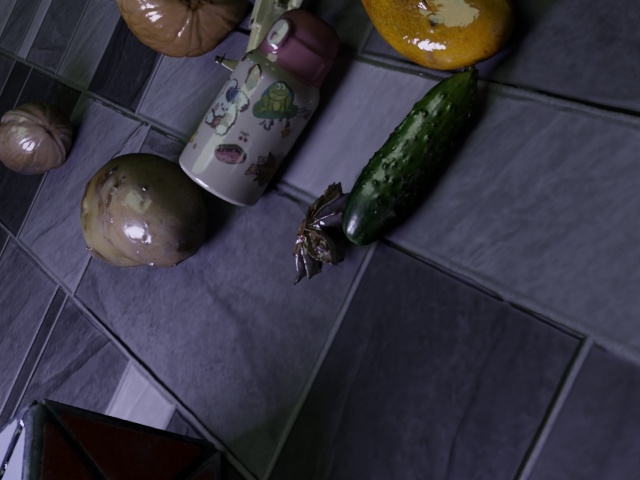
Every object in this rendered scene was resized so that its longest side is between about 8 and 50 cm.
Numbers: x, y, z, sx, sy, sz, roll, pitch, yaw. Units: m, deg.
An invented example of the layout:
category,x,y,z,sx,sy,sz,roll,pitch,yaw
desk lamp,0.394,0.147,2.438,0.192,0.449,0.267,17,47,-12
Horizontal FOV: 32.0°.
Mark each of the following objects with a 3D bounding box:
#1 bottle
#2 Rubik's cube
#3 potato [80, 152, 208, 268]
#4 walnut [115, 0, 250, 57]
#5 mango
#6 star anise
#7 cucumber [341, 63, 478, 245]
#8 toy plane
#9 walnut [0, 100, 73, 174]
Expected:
category,x,y,z,sx,sy,sz,roll,pitch,yaw
bottle,-0.070,-0.175,1.419,0.253,0.120,0.120,-58,34,12
Rubik's cube,-0.278,0.359,1.263,0.260,0.259,0.255,-38,41,34
potato,-0.246,-0.043,1.559,0.262,0.165,0.165,-5,67,59
walnut,-0.213,-0.387,1.677,0.228,0.228,0.228,-32,46,41
mango,0.118,-0.302,1.233,0.177,0.120,0.295,-46,39,32
star anise,0.004,0.001,1.263,0.124,0.056,0.129,-60,19,14
cucumber,0.097,-0.091,1.186,0.227,0.069,0.069,-54,35,15
toy plane,-0.057,-0.303,1.511,0.256,0.104,0.242,-64,18,-8
walnut,-0.526,-0.188,2.057,0.162,0.140,0.140,3,72,44
